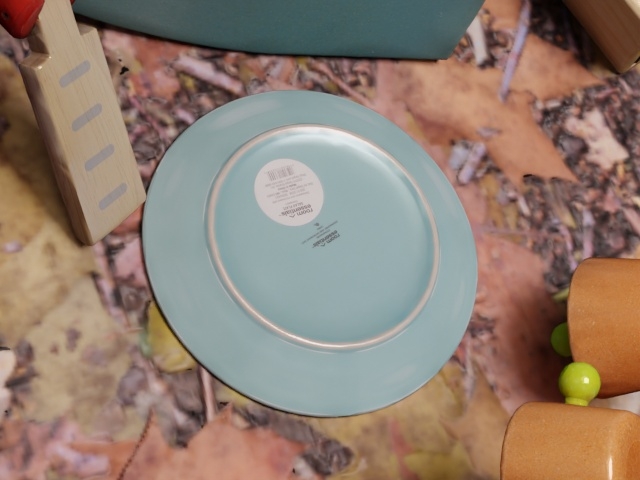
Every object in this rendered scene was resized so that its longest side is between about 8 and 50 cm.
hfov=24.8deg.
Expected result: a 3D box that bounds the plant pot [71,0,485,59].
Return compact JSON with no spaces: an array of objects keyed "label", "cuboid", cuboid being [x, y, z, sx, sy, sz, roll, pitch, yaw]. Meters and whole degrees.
[{"label":"plant pot","cuboid":[-0.034,-0.199,0.771,0.234,0.165,0.165,-5,70,-15]}]

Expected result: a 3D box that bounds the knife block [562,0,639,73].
[{"label":"knife block","cuboid":[0.110,-0.258,0.875,0.242,0.088,0.275,9,80,2]}]

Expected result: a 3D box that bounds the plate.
[{"label":"plate","cuboid":[0.000,0.000,0.770,0.188,0.024,0.188,7,67,-16]}]

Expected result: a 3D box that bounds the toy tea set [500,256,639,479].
[{"label":"toy tea set","cuboid":[0.110,0.151,0.699,0.336,0.124,0.200,-54,127,-47]}]

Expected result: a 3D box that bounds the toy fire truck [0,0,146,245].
[{"label":"toy fire truck","cuboid":[-0.197,-0.088,0.666,0.246,0.158,0.217,46,72,0]}]
